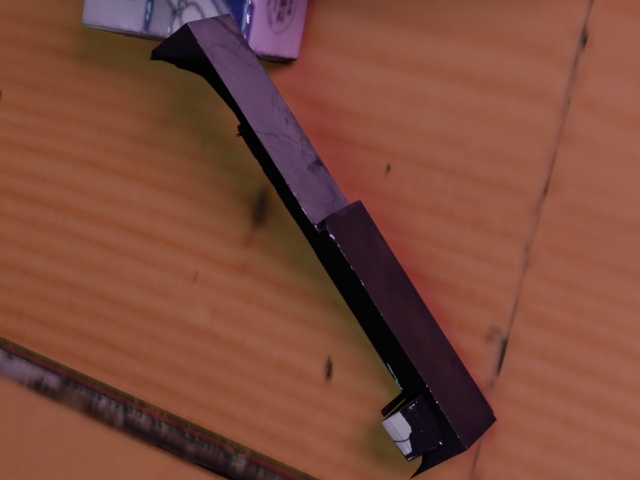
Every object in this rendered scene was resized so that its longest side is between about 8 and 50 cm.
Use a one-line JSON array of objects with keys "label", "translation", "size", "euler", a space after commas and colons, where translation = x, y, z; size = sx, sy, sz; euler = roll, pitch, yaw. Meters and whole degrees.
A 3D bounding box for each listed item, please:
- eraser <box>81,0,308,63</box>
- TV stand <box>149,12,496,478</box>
[{"label": "eraser", "translation": [-0.058, -0.213, 0.808], "size": [0.124, 0.068, 0.210], "euler": [14, 96, 31]}, {"label": "TV stand", "translation": [0.000, 0.000, 0.743], "size": [0.040, 0.049, 0.256], "euler": [-33, 89, 29]}]
